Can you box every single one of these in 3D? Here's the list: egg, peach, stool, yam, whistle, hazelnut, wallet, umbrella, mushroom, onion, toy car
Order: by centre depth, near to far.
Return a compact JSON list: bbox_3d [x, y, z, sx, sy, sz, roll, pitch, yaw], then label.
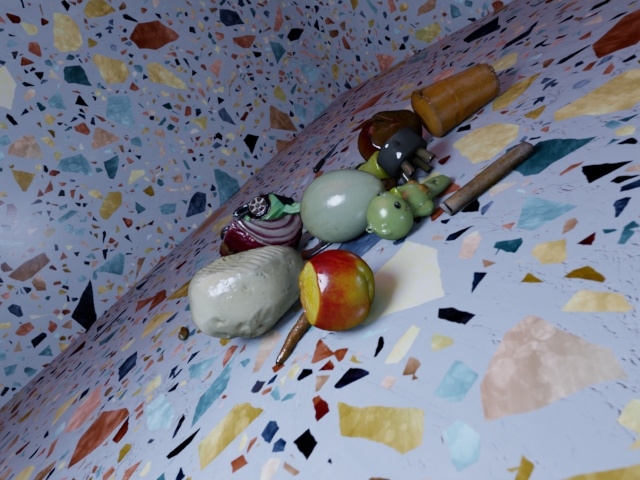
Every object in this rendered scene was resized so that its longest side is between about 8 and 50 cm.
[{"bbox_3d":[0.025,0.110,0.904,0.192,0.191,0.190,-8,32,20],"label":"peach"},{"bbox_3d":[0.415,-0.155,1.002,0.263,0.046,0.046,-37,21,2],"label":"yam"},{"bbox_3d":[0.234,-0.111,1.081,0.294,0.141,0.141,-43,22,-11],"label":"whistle"},{"bbox_3d":[0.069,-0.109,1.221,0.295,0.218,0.219,-18,29,42],"label":"egg"},{"bbox_3d":[0.288,-0.265,1.282,0.227,0.139,0.153,-19,-29,-48],"label":"stool"},{"bbox_3d":[0.194,-0.156,1.307,0.109,0.085,0.126,-12,23,-6],"label":"mushroom"},{"bbox_3d":[-0.190,0.038,1.420,0.314,0.146,0.280,-16,-31,-35],"label":"onion"},{"bbox_3d":[0.265,-0.371,1.493,0.251,0.217,0.217,-33,20,-15],"label":"hazelnut"},{"bbox_3d":[-0.220,-0.041,1.597,0.358,0.176,0.213,-45,-22,-1],"label":"toy car"},{"bbox_3d":[-0.240,-0.145,1.800,0.190,0.046,0.379,-32,-7,10],"label":"wallet"},{"bbox_3d":[-0.008,-0.413,2.210,0.036,0.031,0.133,-18,29,38],"label":"umbrella"}]

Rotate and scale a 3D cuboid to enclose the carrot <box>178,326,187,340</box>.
[{"bbox_3d":[-0.515,0.346,1.507,0.035,0.035,0.142,-42,14,-10],"label":"carrot"}]

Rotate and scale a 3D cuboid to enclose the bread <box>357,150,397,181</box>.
[{"bbox_3d":[0.203,-0.233,1.396,0.114,0.129,0.111,-31,39,41],"label":"bread"}]

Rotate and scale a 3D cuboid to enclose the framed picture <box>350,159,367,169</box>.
[{"bbox_3d":[0.190,-0.297,1.684,0.273,0.016,0.217,-12,33,49],"label":"framed picture"}]

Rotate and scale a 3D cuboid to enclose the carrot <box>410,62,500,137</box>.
[{"bbox_3d":[0.479,-0.516,1.438,0.254,0.196,0.196,-33,22,3],"label":"carrot"}]

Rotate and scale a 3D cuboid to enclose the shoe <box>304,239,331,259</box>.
[{"bbox_3d":[0.000,0.000,1.348,0.159,0.053,0.062,-39,18,5],"label":"shoe"}]

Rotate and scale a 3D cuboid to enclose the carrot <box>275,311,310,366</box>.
[{"bbox_3d":[-0.066,0.240,0.998,0.035,0.036,0.165,-6,41,54],"label":"carrot"}]

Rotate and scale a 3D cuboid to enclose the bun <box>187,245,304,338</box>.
[{"bbox_3d":[-0.193,0.139,1.149,0.325,0.235,0.362,-18,9,24],"label":"bun"}]
